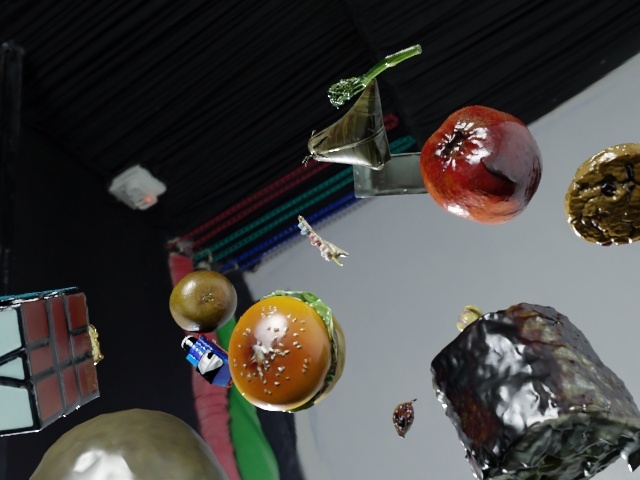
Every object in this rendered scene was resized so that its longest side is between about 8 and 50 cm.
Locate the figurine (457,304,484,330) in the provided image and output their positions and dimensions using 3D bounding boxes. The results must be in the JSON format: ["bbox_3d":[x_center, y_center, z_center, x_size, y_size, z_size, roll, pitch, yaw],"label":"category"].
[{"bbox_3d":[0.454,0.261,1.642,0.187,0.083,0.083,48,-167,-8],"label":"figurine"}]

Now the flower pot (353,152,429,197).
[{"bbox_3d":[0.196,-0.165,1.464,0.103,0.230,0.108,-163,69,-76],"label":"flower pot"}]

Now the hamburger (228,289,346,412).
[{"bbox_3d":[-0.077,0.215,1.145,0.170,0.246,0.246,17,-136,-62],"label":"hamburger"}]

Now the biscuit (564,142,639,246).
[{"bbox_3d":[0.771,-0.107,1.489,0.295,0.296,0.075,56,-159,-23],"label":"biscuit"}]

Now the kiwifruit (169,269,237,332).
[{"bbox_3d":[-0.352,0.187,1.752,0.195,0.196,0.234,63,159,11],"label":"kiwifruit"}]

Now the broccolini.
[{"bbox_3d":[0.109,-0.350,1.221,0.054,0.239,0.051,2,-109,-48],"label":"broccolini"}]

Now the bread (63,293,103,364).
[{"bbox_3d":[-0.715,0.268,1.591,0.228,0.139,0.143,57,-156,16],"label":"bread"}]

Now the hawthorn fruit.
[{"bbox_3d":[0.386,-0.161,1.341,0.307,0.265,0.265,20,-145,-36],"label":"hawthorn fruit"}]

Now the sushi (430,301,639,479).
[{"bbox_3d":[0.380,0.293,1.064,0.294,0.300,0.281,-104,24,-48],"label":"sushi"}]

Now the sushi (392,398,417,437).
[{"bbox_3d":[0.187,0.396,1.305,0.047,0.051,0.099,98,-171,-52],"label":"sushi"}]

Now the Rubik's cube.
[{"bbox_3d":[-0.711,0.269,1.327,0.283,0.289,0.293,13,-109,-83],"label":"Rubik's cube"}]

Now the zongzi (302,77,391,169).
[{"bbox_3d":[0.041,-0.234,1.153,0.084,0.187,0.184,-50,-42,-42],"label":"zongzi"}]

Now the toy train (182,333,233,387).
[{"bbox_3d":[-0.336,0.355,1.763,0.204,0.082,0.131,30,179,33],"label":"toy train"}]

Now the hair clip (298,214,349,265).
[{"bbox_3d":[-0.004,0.005,1.804,0.214,0.056,0.062,39,173,18],"label":"hair clip"}]

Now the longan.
[{"bbox_3d":[-0.368,0.528,1.124,0.403,0.404,0.436,63,160,13],"label":"longan"}]
